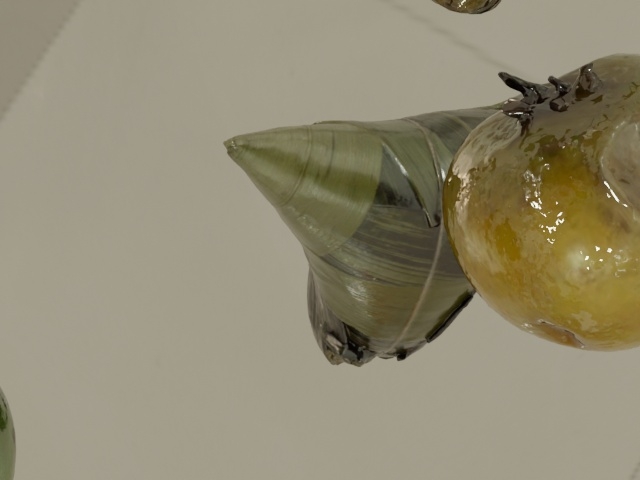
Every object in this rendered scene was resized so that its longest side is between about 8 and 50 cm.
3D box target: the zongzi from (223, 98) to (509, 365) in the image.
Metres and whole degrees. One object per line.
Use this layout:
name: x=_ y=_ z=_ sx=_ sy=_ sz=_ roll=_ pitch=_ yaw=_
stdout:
zongzi: x=0.000 y=0.000 z=1.554 sx=0.317 sy=0.289 sz=0.154 roll=5 pitch=52 yaw=-31

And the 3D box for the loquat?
loquat: x=0.191 y=-0.027 z=1.273 sx=0.213 sy=0.213 sz=0.213 roll=0 pitch=78 yaw=-2

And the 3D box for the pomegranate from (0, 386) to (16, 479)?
pomegranate: x=-0.310 y=0.159 z=1.260 sx=0.202 sy=0.202 sz=0.248 roll=31 pitch=83 yaw=4

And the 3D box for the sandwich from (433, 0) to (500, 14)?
sandwich: x=0.008 y=-0.265 z=0.826 sx=0.288 sy=0.099 sz=0.254 roll=26 pitch=115 yaw=10
